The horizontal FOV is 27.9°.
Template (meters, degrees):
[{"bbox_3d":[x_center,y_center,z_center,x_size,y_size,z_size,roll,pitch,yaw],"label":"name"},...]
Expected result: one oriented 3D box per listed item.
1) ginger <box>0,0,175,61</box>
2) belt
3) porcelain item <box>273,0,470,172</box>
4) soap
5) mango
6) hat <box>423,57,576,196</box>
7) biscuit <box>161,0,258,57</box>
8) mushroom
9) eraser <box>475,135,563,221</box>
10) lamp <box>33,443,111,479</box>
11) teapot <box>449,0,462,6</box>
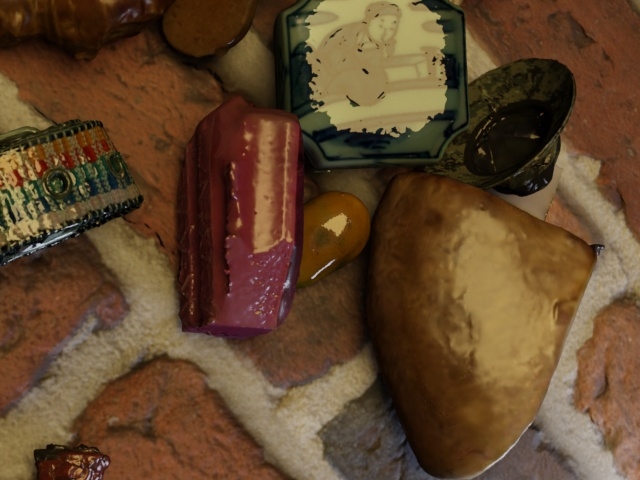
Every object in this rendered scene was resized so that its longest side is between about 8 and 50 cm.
[{"bbox_3d":[-0.339,-0.392,1.788,0.357,0.152,0.274,2,76,-3],"label":"ginger"},{"bbox_3d":[-0.383,-0.072,1.704,0.295,0.207,0.160,-24,91,-24],"label":"belt"},{"bbox_3d":[0.074,-0.243,1.896,0.281,0.157,0.286,-1,91,-9],"label":"porcelain item"},{"bbox_3d":[-0.115,-0.031,1.795,0.127,0.220,0.325,4,77,-28],"label":"soap"},{"bbox_3d":[-0.001,-0.005,1.896,0.163,0.089,0.111,-29,83,-10],"label":"mango"},{"bbox_3d":[0.296,-0.143,1.969,0.128,0.265,0.265,49,65,-35],"label":"hat"},{"bbox_3d":[-0.170,-0.508,1.868,0.368,0.076,0.394,-40,94,10],"label":"biscuit"},{"bbox_3d":[0.186,0.129,1.867,0.313,0.224,0.397,27,72,-16],"label":"mushroom"},{"bbox_3d":[0.311,-0.104,2.065,0.150,0.023,0.104,27,72,-14],"label":"eraser"},{"bbox_3d":[-0.332,0.393,1.682,0.118,0.118,0.253,6,77,-19],"label":"lamp"},{"bbox_3d":[0.155,-0.519,1.984,0.344,0.253,0.300,21,94,-20],"label":"teapot"}]
